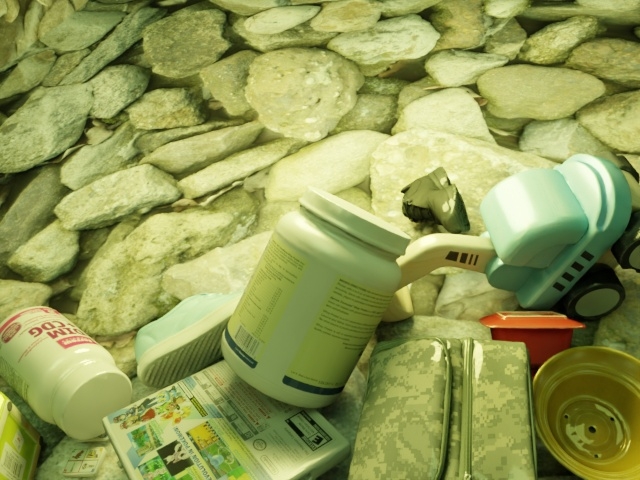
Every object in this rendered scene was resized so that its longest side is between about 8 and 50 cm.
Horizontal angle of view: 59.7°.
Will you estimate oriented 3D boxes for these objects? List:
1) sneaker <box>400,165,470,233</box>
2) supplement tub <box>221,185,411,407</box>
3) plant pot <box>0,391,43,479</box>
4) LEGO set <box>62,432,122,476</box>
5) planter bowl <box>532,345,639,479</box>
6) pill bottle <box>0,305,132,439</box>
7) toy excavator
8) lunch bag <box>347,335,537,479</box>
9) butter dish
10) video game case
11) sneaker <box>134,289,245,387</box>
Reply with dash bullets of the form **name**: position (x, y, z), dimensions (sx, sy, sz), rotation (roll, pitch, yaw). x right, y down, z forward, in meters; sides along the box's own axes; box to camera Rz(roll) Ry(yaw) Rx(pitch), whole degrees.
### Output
- **sneaker**: position (0.248, -0.074, 1.238), dimensions (0.130, 0.109, 0.286), rotation (-21, 17, 8)
- **supplement tub**: position (-0.006, 0.094, 0.966), dimensions (0.235, 0.235, 0.324), rotation (33, 100, 36)
- **plant pot**: position (-0.615, 0.386, 0.936), dimensions (0.207, 0.228, 0.227), rotation (-7, 45, -4)
- **LEGO set**: position (-0.344, 0.398, 0.990), dimensions (0.244, 0.060, 0.182), rotation (-11, 44, 20)
- **planter bowl**: position (0.432, 0.282, 0.867), dimensions (0.217, 0.090, 0.217), rotation (-5, 53, 6)
- **pill bottle**: position (-0.497, 0.249, 1.068), dimensions (0.283, 0.160, 0.160), rotation (22, 55, 35)
- **toy excavator**: position (0.333, 0.011, 1.046), dimensions (0.445, 0.433, 0.222), rotation (12, 44, -14)
- **lunch bag**: position (0.177, 0.299, 0.828), dimensions (0.256, 0.212, 0.305), rotation (2, 46, 15)
- **butter dish**: position (0.364, 0.186, 0.970), dimensions (0.160, 0.160, 0.118), rotation (-2, 87, 11)
- **video game case**: position (-0.165, 0.323, 0.918), dimensions (0.300, 0.036, 0.329), rotation (-22, 30, -29)
- **sneaker**: position (-0.210, 0.146, 1.131), dimensions (0.366, 0.135, 0.150), rotation (-24, 49, -11)
